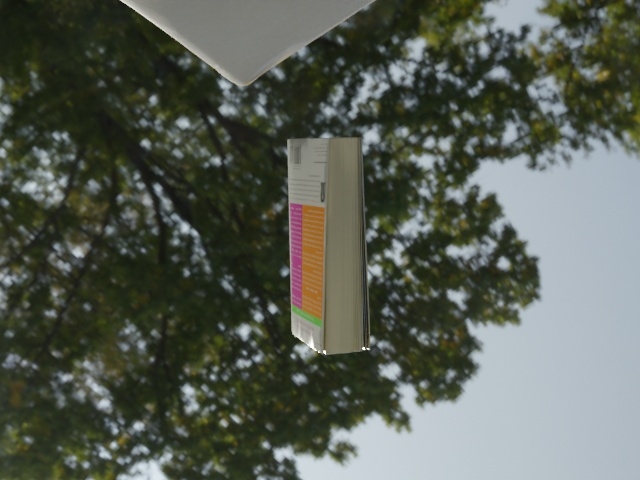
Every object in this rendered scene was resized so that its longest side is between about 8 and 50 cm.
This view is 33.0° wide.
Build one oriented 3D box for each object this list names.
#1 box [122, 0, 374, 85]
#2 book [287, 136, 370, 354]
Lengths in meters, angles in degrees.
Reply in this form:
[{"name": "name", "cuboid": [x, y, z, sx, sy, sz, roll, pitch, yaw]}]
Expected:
[{"name": "box", "cuboid": [0.012, -0.113, 0.306, 0.164, 0.201, 0.021, -32, -98, 8]}, {"name": "book", "cuboid": [0.000, 0.000, 0.760, 0.096, 0.035, 0.144, -166, -106, -69]}]
